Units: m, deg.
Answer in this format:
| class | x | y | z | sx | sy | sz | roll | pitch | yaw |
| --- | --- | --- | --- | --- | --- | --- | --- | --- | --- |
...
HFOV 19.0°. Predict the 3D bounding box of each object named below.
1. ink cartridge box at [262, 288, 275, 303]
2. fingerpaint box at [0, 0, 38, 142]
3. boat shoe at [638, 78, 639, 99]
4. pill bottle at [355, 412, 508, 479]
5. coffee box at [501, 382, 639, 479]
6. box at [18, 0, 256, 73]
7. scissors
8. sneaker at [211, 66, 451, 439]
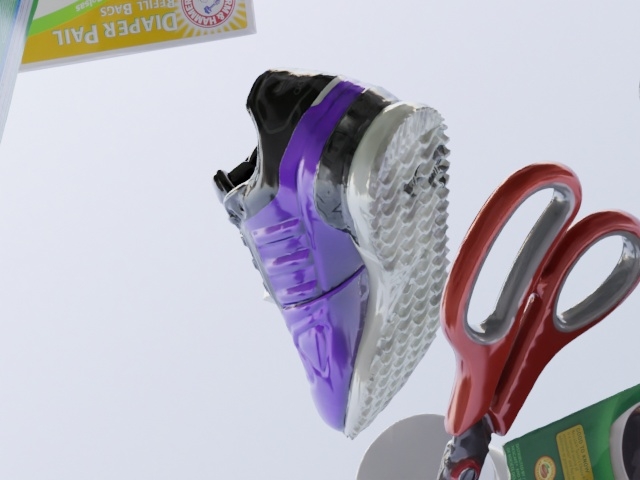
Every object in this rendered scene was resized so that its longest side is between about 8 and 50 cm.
| class | x | y | z | sx | sy | sz | roll | pitch | yaw |
| --- | --- | --- | --- | --- | --- | --- | --- | --- | --- |
| ink cartridge box | -0.023 | 0.029 | 1.644 | 0.083 | 0.028 | 0.048 | -26 | -132 | 59 |
| fingerpaint box | -0.321 | -0.211 | 0.967 | 0.371 | 0.163 | 0.445 | 9 | -123 | -1 |
| boat shoe | 0.253 | -0.104 | 0.919 | 0.088 | 0.096 | 0.267 | 16 | -143 | 41 |
| pill bottle | 0.123 | 0.232 | 1.504 | 0.131 | 0.229 | 0.131 | -18 | -130 | 22 |
| coffee box | 0.176 | 0.126 | 0.954 | 0.184 | 0.040 | 0.113 | -33 | -119 | 43 |
| box | -0.157 | -0.190 | 1.350 | 0.203 | 0.114 | 0.103 | -12 | -163 | -15 |
| scissors | 0.067 | 0.096 | 0.953 | 0.021 | 0.109 | 0.297 | 47 | -65 | 48 |
| sneaker | 0.000 | -0.001 | 1.244 | 0.146 | 0.293 | 0.102 | 26 | -130 | 22 |
